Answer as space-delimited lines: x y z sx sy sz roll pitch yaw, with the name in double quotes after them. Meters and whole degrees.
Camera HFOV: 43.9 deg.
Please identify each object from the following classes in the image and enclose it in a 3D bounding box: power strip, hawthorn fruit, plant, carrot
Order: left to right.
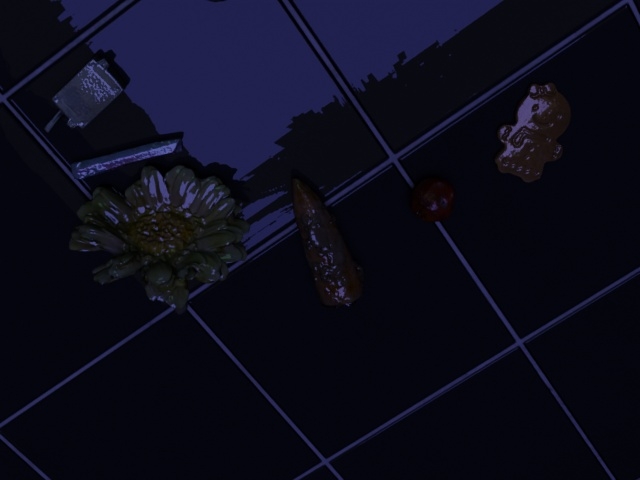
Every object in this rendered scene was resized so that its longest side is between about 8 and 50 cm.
-0.416 -0.243 1.377 0.175 0.042 0.075 -38 111 13 "power strip"
-0.265 -0.007 1.444 0.305 0.297 0.261 26 85 28 "plant"
0.000 0.000 1.502 0.101 0.102 0.263 -20 108 4 "carrot"
0.213 -0.079 1.489 0.093 0.093 0.093 -2 114 -4 "hawthorn fruit"

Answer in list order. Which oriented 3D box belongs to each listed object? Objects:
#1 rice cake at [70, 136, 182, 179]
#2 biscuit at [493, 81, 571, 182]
-0.346 -0.149 1.430 0.207 0.033 0.033 -14 104 0 "rice cake"
0.400 -0.197 1.479 0.133 0.027 0.184 30 108 -15 "biscuit"
